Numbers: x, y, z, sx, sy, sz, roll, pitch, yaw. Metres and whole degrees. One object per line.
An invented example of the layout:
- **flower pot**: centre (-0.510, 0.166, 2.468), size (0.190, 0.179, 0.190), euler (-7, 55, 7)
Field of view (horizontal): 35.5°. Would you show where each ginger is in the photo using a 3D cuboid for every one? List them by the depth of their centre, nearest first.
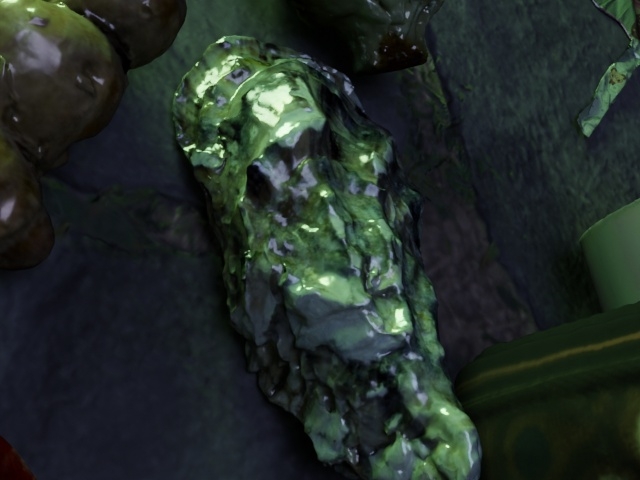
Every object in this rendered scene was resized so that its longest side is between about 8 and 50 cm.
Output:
- **ginger**: centre (-0.140, -0.074, 0.489), size (0.104, 0.080, 0.204), euler (45, 57, -27)

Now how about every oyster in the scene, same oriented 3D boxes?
- **oyster**: centre (-0.002, 0.002, 0.555), size (0.199, 0.087, 0.252), euler (24, 53, -17)

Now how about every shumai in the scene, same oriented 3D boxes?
- **shumai**: centre (0.026, -0.146, 0.619), size (0.124, 0.099, 0.087), euler (-3, 101, -1)

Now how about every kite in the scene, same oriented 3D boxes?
- **kite**: centre (0.261, -0.159, 0.810), size (0.229, 0.012, 0.250), euler (43, 57, -10)

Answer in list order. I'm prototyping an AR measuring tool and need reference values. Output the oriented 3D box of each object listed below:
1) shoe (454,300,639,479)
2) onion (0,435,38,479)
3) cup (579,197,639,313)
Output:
- **shoe**: centre (0.205, 0.146, 0.437), size (0.171, 0.384, 0.237), euler (24, 62, -34)
- **onion**: centre (-0.200, 0.156, 0.273), size (0.314, 0.232, 0.313), euler (12, 65, -27)
- **cup**: centre (0.284, 0.105, 0.631), size (0.203, 0.203, 0.288), euler (-10, 72, -34)
